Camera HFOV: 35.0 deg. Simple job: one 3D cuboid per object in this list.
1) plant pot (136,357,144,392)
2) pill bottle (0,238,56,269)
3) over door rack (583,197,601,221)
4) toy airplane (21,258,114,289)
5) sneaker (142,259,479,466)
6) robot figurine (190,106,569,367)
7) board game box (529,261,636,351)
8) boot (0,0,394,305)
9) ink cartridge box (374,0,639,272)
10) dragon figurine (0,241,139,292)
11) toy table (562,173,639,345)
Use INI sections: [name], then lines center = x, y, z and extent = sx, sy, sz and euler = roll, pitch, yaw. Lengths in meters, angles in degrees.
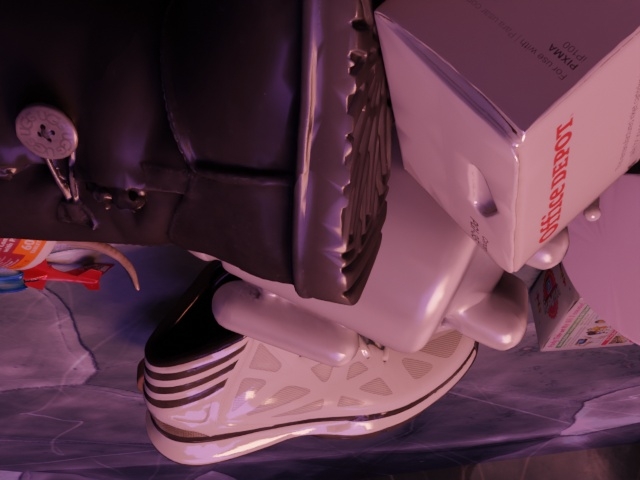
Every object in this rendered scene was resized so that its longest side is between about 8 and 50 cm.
[plant pot]
center = -0.145, 0.157, 1.461
extent = 0.238, 0.109, 0.237
euler = -4, 157, -2
[pill bottle]
center = -0.349, -0.045, 0.900
extent = 0.121, 0.121, 0.221
euler = -22, 157, 37
[over door rack]
center = 0.197, -0.074, 0.967
extent = 0.240, 0.108, 0.324
euler = -20, 152, 32
[toy airplane]
center = -0.332, 0.041, 1.254
extent = 0.151, 0.028, 0.151
euler = -3, 156, -2
[sneaker]
center = 0.003, 0.120, 1.220
extent = 0.448, 0.169, 0.257
euler = -16, 144, -15
[robot figurine]
center = 0.016, -0.041, 0.811
extent = 0.354, 0.299, 0.200
euler = 26, -167, 5
[board game box]
center = 0.459, 0.066, 1.363
extent = 0.304, 0.097, 0.224
euler = -4, 157, -4
[boot]
center = -0.175, -0.159, 0.632
extent = 0.445, 0.366, 0.146
euler = 12, -154, 14
[ink cartridge box]
center = 0.178, -0.138, 0.612
extent = 0.283, 0.117, 0.207
euler = -41, 158, -7
[dragon figurine]
center = -0.344, 0.003, 1.084
extent = 0.289, 0.085, 0.144
euler = 13, 155, -25
[toy table]
center = 0.413, 0.023, 1.104
extent = 0.161, 0.274, 0.252
euler = 0, 126, -36
